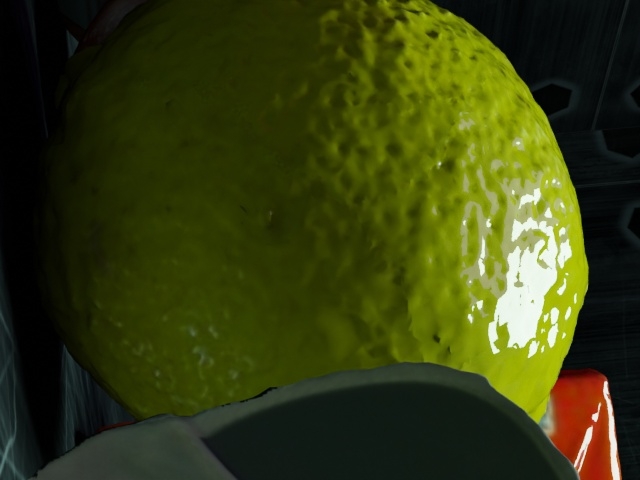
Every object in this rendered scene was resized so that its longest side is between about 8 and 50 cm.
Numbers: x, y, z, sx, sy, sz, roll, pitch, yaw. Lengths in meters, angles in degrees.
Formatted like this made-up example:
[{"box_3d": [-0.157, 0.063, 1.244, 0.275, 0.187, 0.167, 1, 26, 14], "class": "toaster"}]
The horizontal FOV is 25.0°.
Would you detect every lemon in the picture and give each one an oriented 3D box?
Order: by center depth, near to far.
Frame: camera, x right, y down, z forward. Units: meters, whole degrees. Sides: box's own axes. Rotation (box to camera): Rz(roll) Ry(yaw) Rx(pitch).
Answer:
[{"box_3d": [0.000, 0.000, 0.751, 0.268, 0.322, 0.268, -54, -174, 8], "class": "lemon"}]

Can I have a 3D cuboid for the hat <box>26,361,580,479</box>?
[{"box_3d": [0.015, 0.152, 0.363, 0.161, 0.275, 0.232, -59, 176, 21], "class": "hat"}]

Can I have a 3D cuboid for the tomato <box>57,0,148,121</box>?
[{"box_3d": [-0.087, -0.114, 0.954, 0.112, 0.228, 0.199, 42, -37, 39], "class": "tomato"}]

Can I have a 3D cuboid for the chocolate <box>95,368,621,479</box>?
[{"box_3d": [0.028, 0.270, 0.972, 0.161, 0.360, 0.341, 169, -84, -72], "class": "chocolate"}]

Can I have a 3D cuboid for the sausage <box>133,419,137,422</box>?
[{"box_3d": [-0.110, 0.308, 1.063, 0.082, 0.082, 0.371, 118, -34, -81], "class": "sausage"}]

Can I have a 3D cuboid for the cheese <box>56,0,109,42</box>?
[{"box_3d": [-0.153, -0.247, 1.000, 0.189, 0.074, 0.286, -110, -164, -70], "class": "cheese"}]
